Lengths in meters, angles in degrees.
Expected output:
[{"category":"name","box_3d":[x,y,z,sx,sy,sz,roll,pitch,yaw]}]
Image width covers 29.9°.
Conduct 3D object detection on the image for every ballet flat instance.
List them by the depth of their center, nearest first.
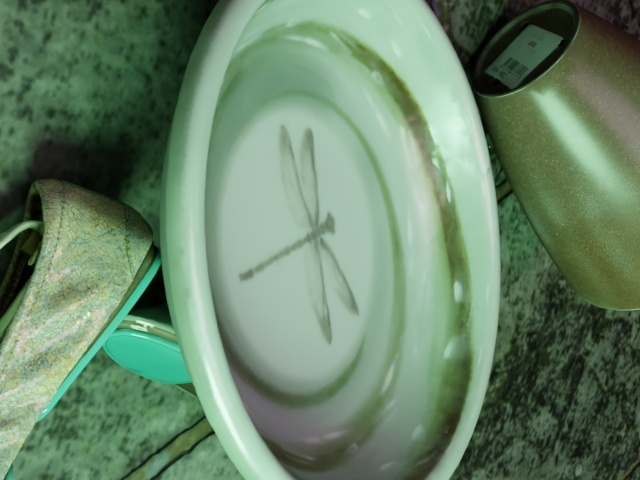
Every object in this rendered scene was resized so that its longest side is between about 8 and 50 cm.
[{"category":"ballet flat","box_3d":[-0.217,0.097,0.705,0.106,0.107,0.316,38,69,-25]},{"category":"ballet flat","box_3d":[-0.082,0.081,0.859,0.213,0.072,0.068,42,46,-45]}]

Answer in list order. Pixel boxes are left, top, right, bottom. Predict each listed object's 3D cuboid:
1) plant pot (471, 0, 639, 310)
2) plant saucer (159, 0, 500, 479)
[{"category":"plant pot","box_3d":[0.240,-0.091,1.040,0.230,0.215,0.215,42,72,-30]},{"category":"plant saucer","box_3d":[0.000,0.000,0.832,0.400,0.100,0.400,12,76,-56]}]
